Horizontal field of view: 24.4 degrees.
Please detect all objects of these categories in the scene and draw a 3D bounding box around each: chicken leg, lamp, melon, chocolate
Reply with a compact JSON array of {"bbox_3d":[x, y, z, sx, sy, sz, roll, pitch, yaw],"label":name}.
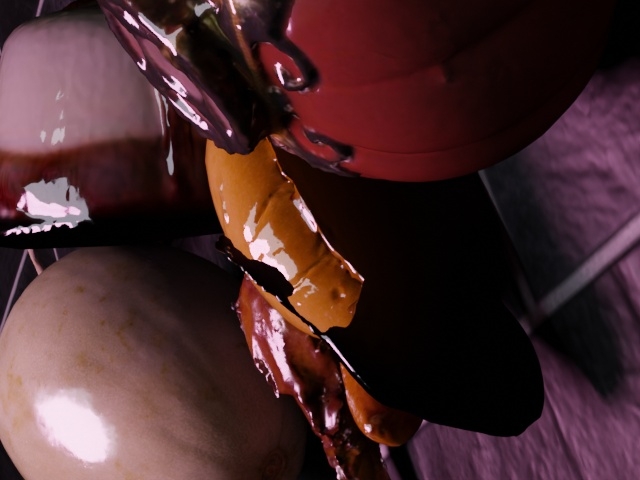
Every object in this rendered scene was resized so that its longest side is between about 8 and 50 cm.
[{"bbox_3d":[0.023,0.147,1.109,0.113,0.093,0.304,106,141,-77],"label":"chicken leg"},{"bbox_3d":[0.013,-0.168,0.756,0.303,0.257,0.303,44,170,9],"label":"lamp"},{"bbox_3d":[-0.148,0.131,1.260,0.308,0.271,0.272,-143,47,-65],"label":"melon"},{"bbox_3d":[-0.130,-0.096,1.129,0.283,0.283,0.186,166,100,-67],"label":"chocolate"}]

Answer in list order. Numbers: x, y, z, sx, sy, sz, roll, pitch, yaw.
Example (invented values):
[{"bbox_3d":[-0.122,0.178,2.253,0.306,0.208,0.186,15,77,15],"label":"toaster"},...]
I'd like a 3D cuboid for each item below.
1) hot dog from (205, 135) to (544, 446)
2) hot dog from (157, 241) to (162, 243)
[{"bbox_3d":[0.005,-0.002,0.938,0.107,0.194,0.326,121,147,-48],"label":"hot dog"},{"bbox_3d":[-0.204,-0.030,1.530,0.261,0.093,0.123,-115,15,-65],"label":"hot dog"}]
